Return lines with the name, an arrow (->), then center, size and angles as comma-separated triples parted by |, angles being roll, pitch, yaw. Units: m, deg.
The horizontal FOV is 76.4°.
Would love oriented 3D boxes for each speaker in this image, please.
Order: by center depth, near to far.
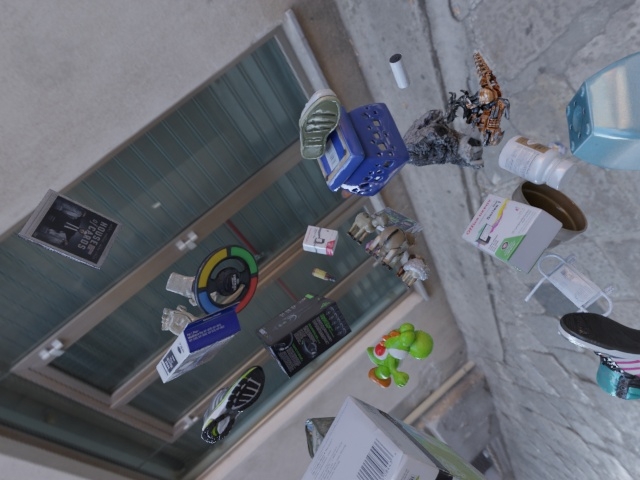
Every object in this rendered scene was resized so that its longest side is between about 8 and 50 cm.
speaker -> 0.324, -0.689, 1.656 | 0.055, 0.055, 0.136 | 45, 179, 39

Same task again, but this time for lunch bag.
lunch bag -> 0.083, 0.756, 1.533 | 0.287, 0.235, 0.168 | 174, 96, -75

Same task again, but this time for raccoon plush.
raccoon plush -> 0.473, -0.352, 1.749 | 0.299, 0.216, 0.446 | 37, 136, -22

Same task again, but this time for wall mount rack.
wall mount rack -> 1.108, 0.240, 1.835 | 0.130, 0.304, 0.350 | 22, -153, -49

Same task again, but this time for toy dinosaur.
toy dinosaur -> 0.601, -0.513, 1.509 | 0.164, 0.321, 0.218 | 7, 179, -35

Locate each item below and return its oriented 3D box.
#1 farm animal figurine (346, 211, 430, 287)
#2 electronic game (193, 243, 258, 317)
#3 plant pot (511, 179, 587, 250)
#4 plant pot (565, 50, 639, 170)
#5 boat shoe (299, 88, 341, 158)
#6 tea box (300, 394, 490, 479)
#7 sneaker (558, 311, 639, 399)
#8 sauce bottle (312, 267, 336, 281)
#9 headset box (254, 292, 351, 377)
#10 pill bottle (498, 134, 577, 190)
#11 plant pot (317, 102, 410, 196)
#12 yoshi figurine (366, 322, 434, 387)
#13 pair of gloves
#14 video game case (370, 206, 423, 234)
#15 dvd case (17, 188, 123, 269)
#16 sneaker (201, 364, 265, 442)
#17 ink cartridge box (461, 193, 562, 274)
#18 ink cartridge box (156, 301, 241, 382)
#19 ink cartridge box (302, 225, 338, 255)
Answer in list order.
farm animal figurine -> 0.258, 0.003, 1.477 | 0.330, 0.172, 0.327 | 40, -175, 7
electronic game -> -0.277, 0.123, 1.219 | 0.048, 0.229, 0.229 | 12, 149, 39
plant pot -> 0.941, -0.065, 1.811 | 0.323, 0.323, 0.280 | 48, 139, 20
plant pot -> 0.781, -0.320, 1.021 | 0.248, 0.252, 0.247 | 39, -130, -73
boat shoe -> -0.016, -0.355, 1.197 | 0.302, 0.113, 0.103 | 125, 140, -69
tea box -> 0.134, 0.537, 0.761 | 0.324, 0.329, 0.220 | 33, 173, -22
sneaker -> 0.685, 0.278, 0.961 | 0.296, 0.123, 0.178 | 15, 127, 6
sauce bottle -> 0.020, 0.185, 2.149 | 0.128, 0.042, 0.042 | 22, 173, -1
headset box -> -0.060, 0.316, 1.441 | 0.131, 0.283, 0.246 | 61, 162, -11
pill bottle -> 0.774, -0.275, 1.454 | 0.229, 0.131, 0.131 | 42, 170, 38
plant pot -> 0.117, -0.296, 1.348 | 0.236, 0.212, 0.235 | -45, 58, 52
yoshi figurine -> 0.335, 0.463, 1.645 | 0.203, 0.203, 0.362 | 57, 148, 29
pair of gloves -> -0.511, 0.253, 1.592 | 0.204, 0.240, 0.042 | 9, 174, 3
video game case -> 0.310, -0.072, 1.708 | 0.190, 0.173, 0.022 | 32, 129, 31
dvd case -> -0.783, -0.033, 1.294 | 0.239, 0.179, 0.030 | 31, 142, -28
sneaker -> -0.311, 0.541, 1.405 | 0.111, 0.300, 0.121 | 42, 180, -33
ink cartridge box -> 0.664, -0.033, 1.446 | 0.117, 0.201, 0.278 | 28, -171, -20
ink cartridge box -> -0.339, 0.294, 1.148 | 0.065, 0.165, 0.332 | 57, 135, 15
ink cartridge box -> 0.000, 0.000, 1.959 | 0.151, 0.109, 0.063 | 11, 152, 12
